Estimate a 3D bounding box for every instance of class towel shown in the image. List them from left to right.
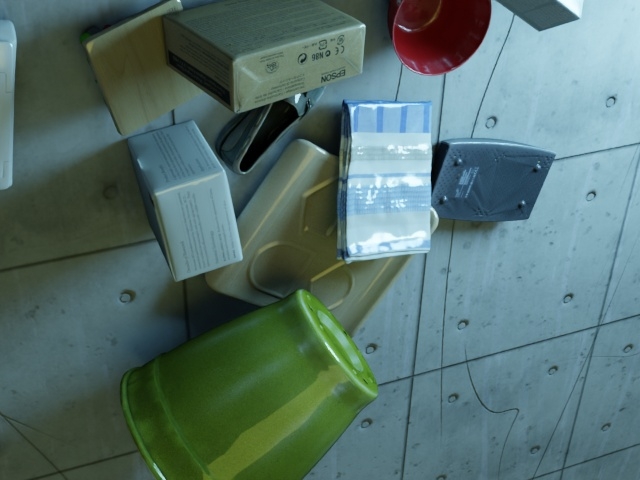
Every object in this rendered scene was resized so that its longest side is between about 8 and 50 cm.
[{"bbox_3d":[0.119,-0.106,1.671,0.209,0.034,0.285,-4,99,-34],"label":"towel"}]

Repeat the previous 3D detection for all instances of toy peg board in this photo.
[{"bbox_3d":[-0.276,-0.272,1.429,0.161,0.079,0.161,-34,133,-22],"label":"toy peg board"}]

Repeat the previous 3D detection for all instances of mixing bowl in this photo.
[{"bbox_3d":[0.179,-0.374,1.555,0.181,0.098,0.181,-14,127,-19],"label":"mixing bowl"}]

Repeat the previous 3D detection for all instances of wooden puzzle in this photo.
[{"bbox_3d":[0.000,0.000,1.748,0.348,0.080,0.322,25,108,-32],"label":"wooden puzzle"}]

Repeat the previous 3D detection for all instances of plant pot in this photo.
[{"bbox_3d":[-0.100,0.280,1.679,0.353,0.366,0.366,-36,131,7],"label":"plant pot"}]

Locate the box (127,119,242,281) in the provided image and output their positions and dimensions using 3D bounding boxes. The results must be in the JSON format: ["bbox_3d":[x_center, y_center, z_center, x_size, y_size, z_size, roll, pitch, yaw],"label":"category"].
[{"bbox_3d":[-0.219,-0.066,1.518,0.119,0.181,0.182,-18,129,-14],"label":"box"}]

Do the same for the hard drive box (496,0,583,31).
[{"bbox_3d":[0.325,-0.472,1.506,0.232,0.089,0.181,24,70,-36],"label":"hard drive box"}]

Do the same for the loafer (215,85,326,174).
[{"bbox_3d":[-0.061,-0.214,1.556,0.267,0.084,0.096,-47,129,10],"label":"loafer"}]

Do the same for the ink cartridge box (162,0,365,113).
[{"bbox_3d":[-0.083,-0.288,1.391,0.235,0.193,0.088,-22,131,-30],"label":"ink cartridge box"}]

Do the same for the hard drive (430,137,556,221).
[{"bbox_3d":[0.321,-0.121,1.832,0.255,0.054,0.172,1,122,-27],"label":"hard drive"}]

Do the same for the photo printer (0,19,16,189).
[{"bbox_3d":[-0.585,-0.187,1.301,0.308,0.107,0.256,-3,123,-24],"label":"photo printer"}]
